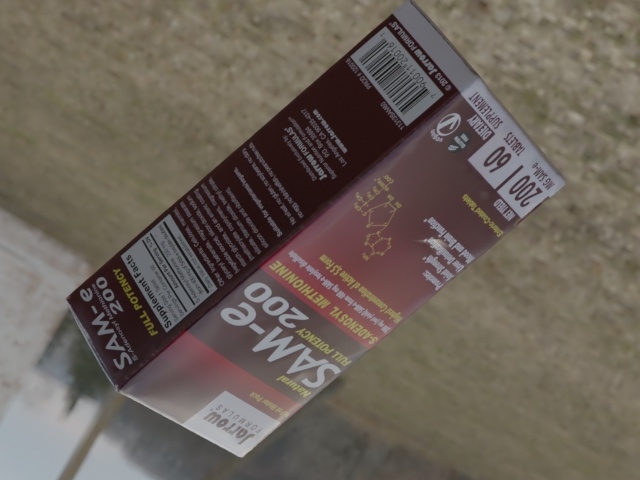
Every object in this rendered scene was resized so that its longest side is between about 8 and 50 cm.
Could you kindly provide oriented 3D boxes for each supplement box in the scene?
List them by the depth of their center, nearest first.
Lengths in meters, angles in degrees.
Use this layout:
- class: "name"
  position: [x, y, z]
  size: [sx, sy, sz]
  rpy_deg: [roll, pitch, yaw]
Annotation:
- class: "supplement box"
  position: [0.000, 0.000, 0.855]
  size: [0.130, 0.239, 0.073]
  rpy_deg: [39, -167, -53]
